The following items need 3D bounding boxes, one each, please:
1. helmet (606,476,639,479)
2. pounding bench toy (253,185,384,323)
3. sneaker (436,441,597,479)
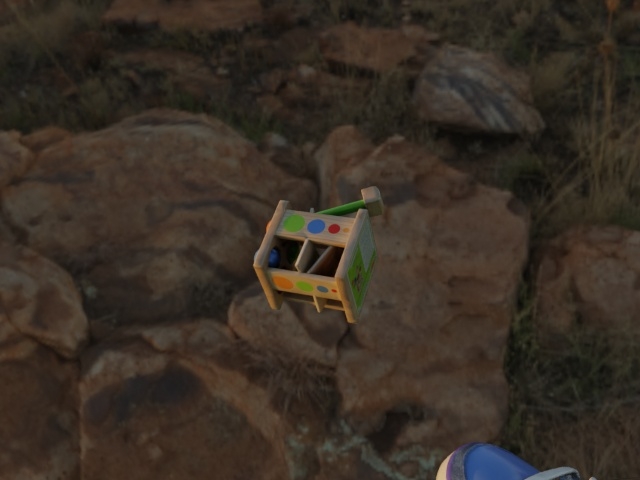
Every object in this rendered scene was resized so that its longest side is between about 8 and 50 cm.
[{"bbox_3d":[0.122,0.166,0.344,0.169,0.161,0.170,-2,75,6],"label":"helmet"},{"bbox_3d":[0.000,0.000,0.597,0.065,0.052,0.083,9,57,19],"label":"pounding bench toy"},{"bbox_3d":[0.240,0.219,0.721,0.130,0.236,0.323,-8,42,-36],"label":"sneaker"}]
